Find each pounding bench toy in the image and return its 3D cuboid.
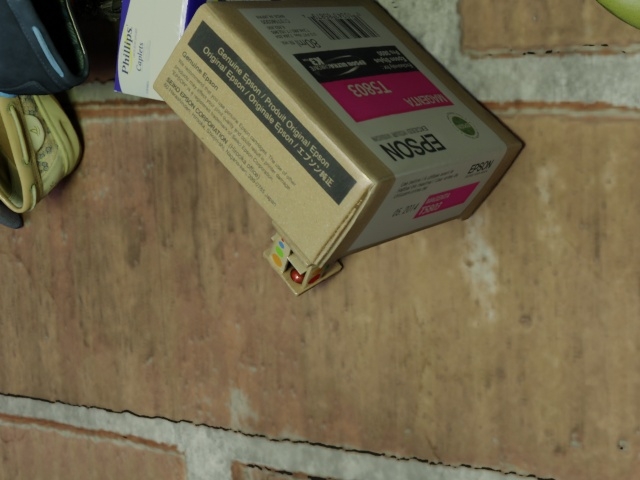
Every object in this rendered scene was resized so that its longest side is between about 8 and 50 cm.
[{"bbox_3d":[0.000,0.000,1.155,0.052,0.083,0.065,51,153,18],"label":"pounding bench toy"}]

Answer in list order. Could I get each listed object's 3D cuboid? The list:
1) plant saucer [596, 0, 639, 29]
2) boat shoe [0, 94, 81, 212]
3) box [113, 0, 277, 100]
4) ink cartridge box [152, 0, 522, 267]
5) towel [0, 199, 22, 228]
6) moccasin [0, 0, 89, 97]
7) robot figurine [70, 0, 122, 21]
[{"bbox_3d":[0.269,-0.262,0.935,0.241,0.037,0.241,7,103,32],"label":"plant saucer"},{"bbox_3d":[-0.333,-0.159,1.251,0.105,0.089,0.285,-16,119,36],"label":"boat shoe"},{"bbox_3d":[-0.103,-0.187,1.133,0.072,0.137,0.126,16,107,30],"label":"box"},{"bbox_3d":[0.020,-0.094,1.010,0.193,0.235,0.088,46,121,17],"label":"ink cartridge box"},{"bbox_3d":[-0.396,-0.122,1.278,0.034,0.285,0.209,-39,73,-2],"label":"towel"},{"bbox_3d":[-0.262,-0.291,1.131,0.117,0.137,0.342,6,126,22],"label":"moccasin"},{"bbox_3d":[-0.261,-0.292,1.249,0.291,0.085,0.211,-16,95,35],"label":"robot figurine"}]
